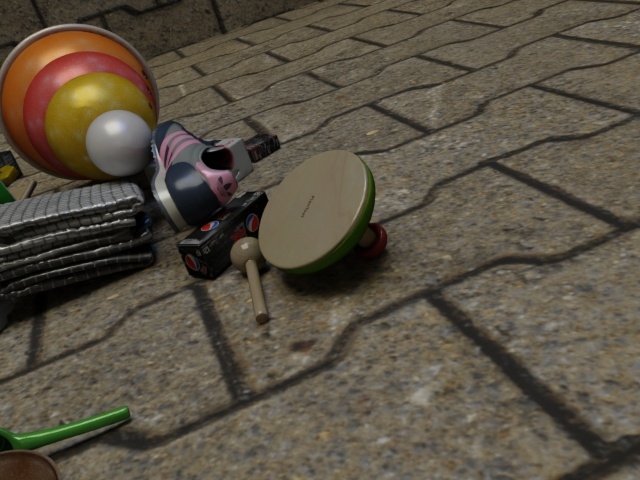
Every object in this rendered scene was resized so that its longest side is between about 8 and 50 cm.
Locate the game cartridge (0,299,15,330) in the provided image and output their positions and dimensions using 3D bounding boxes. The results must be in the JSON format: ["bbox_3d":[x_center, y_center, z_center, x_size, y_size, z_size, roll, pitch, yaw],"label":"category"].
[{"bbox_3d":[-0.637,0.161,0.934,0.294,0.060,0.196,-7,33,18],"label":"game cartridge"}]

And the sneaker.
[{"bbox_3d":[-0.208,-0.130,1.052,0.131,0.112,0.319,-25,38,2],"label":"sneaker"}]

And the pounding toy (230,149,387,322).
[{"bbox_3d":[0.000,0.000,0.849,0.237,0.110,0.183,-45,40,9],"label":"pounding toy"}]

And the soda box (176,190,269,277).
[{"bbox_3d":[-0.143,-0.013,0.962,0.053,0.060,0.169,2,33,36],"label":"soda box"}]

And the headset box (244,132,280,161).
[{"bbox_3d":[-0.137,-0.197,1.321,0.083,0.032,0.062,-34,32,-32],"label":"headset box"}]

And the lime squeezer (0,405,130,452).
[{"bbox_3d":[-0.367,0.225,0.687,0.310,0.059,0.110,-7,-2,20],"label":"lime squeezer"}]

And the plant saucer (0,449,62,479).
[{"bbox_3d":[-0.325,0.280,0.562,0.198,0.036,0.198,-13,28,7],"label":"plant saucer"}]

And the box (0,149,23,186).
[{"bbox_3d":[-0.903,-0.157,1.622,0.147,0.077,0.180,-8,29,14],"label":"box"}]

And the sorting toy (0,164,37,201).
[{"bbox_3d":[-0.687,-0.052,1.273,0.229,0.041,0.307,-15,41,13],"label":"sorting toy"}]

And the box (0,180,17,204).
[{"bbox_3d":[-0.714,-0.042,1.131,0.262,0.127,0.231,-42,45,-23],"label":"box"}]

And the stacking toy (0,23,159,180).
[{"bbox_3d":[-0.439,-0.225,1.242,0.350,0.351,0.480,-27,36,-19],"label":"stacking toy"}]

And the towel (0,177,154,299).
[{"bbox_3d":[-0.424,-0.009,1.034,0.283,0.121,0.235,-15,19,-17],"label":"towel"}]

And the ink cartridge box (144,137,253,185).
[{"bbox_3d":[-0.245,-0.148,1.250,0.175,0.072,0.127,3,34,33],"label":"ink cartridge box"}]
